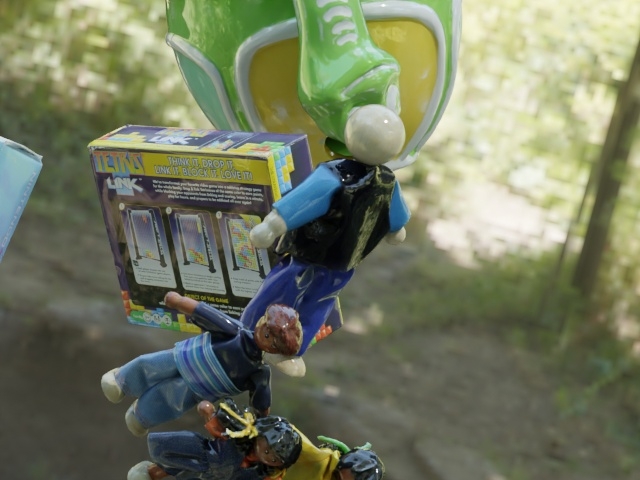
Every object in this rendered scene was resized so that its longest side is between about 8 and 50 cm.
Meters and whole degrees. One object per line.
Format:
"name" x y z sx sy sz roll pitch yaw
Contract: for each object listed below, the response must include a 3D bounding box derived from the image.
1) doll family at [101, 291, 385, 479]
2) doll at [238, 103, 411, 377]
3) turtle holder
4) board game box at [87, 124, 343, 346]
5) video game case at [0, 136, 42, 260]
"doll family" -0.027 0.110 0.998 0.193 0.111 0.076 49 36 -25
"doll" 0.000 0.000 1.224 0.129 0.189 0.046 4 32 -47
"turtle holder" 0.016 -0.161 1.512 0.243 0.227 0.320 -17 12 -31
"board game box" -0.073 -0.005 1.365 0.170 0.141 0.048 6 24 39
"video game case" -0.301 0.034 0.964 0.244 0.269 0.061 22 -3 11
